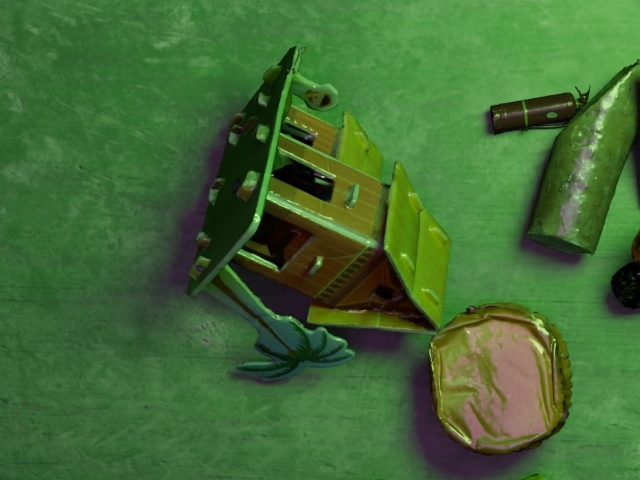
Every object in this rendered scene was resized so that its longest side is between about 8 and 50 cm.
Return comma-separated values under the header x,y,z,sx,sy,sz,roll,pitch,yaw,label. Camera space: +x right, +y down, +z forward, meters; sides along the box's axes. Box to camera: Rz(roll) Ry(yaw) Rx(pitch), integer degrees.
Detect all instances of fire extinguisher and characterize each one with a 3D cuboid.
x,y,z,sx,sy,sz,roll,pitch,yaw,label
0.291,-0.170,1.705,0.132,0.039,0.056,-9,121,6,fire extinguisher

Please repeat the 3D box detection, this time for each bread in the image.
x,y,z,sx,sy,sz,roll,pitch,yaw,label
0.234,0.177,1.679,0.199,0.104,0.199,-1,87,11,bread

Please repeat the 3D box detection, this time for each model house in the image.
x,y,z,sx,sy,sz,roll,pitch,yaw,label
0.000,0.000,1.704,0.323,0.340,0.300,24,51,-16,model house

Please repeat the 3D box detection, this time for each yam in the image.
x,y,z,sx,sy,sz,roll,pitch,yaw,label
0.347,-0.110,1.665,0.106,0.106,0.259,18,92,7,yam

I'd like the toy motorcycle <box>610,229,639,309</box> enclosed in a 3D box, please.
x,y,z,sx,sy,sz,roll,pitch,yaw,label
0.553,-0.026,1.598,0.400,0.207,0.134,-15,56,5,toy motorcycle

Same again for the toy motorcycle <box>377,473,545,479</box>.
x,y,z,sx,sy,sz,roll,pitch,yaw,label
0.160,0.385,1.669,0.342,0.142,0.206,-14,126,6,toy motorcycle
